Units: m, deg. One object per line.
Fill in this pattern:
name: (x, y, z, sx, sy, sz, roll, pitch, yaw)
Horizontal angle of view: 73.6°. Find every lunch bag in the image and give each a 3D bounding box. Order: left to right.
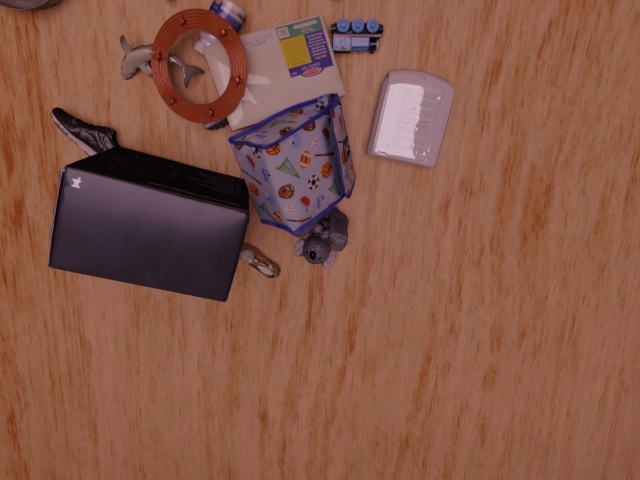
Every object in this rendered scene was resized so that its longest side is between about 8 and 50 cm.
lunch bag: (-0.043, -0.259, 1.391, 0.385, 0.239, 0.327, -38, 130, -30)

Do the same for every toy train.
toy train: (0.120, -0.683, 1.434, 0.184, 0.080, 0.105, -1, 113, -3)

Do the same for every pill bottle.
pill bottle: (-0.334, -0.690, 1.405, 0.112, 0.112, 0.186, 32, 102, -8)

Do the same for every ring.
ring: (-0.385, -0.538, 1.334, 0.337, 0.032, 0.336, 5, 109, 13)

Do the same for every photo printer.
photo printer: (0.314, -0.425, 1.485, 0.256, 0.107, 0.307, 11, 104, -4)

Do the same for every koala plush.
koala plush: (0.000, 0.000, 1.578, 0.196, 0.203, 0.221, 18, 125, 4)

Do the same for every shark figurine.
shark figurine: (-0.544, -0.620, 1.433, 0.279, 0.116, 0.166, 6, 138, 6)

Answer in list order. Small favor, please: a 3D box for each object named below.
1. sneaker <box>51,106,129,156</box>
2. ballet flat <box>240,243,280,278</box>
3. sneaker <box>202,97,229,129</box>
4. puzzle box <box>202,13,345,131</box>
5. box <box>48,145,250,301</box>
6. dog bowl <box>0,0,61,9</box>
sneaker: (-0.789, -0.370, 1.501, 0.124, 0.107, 0.283, -43, 109, 0)
ballet flat: (-0.243, 0.078, 1.630, 0.206, 0.067, 0.073, 31, 103, -8)
sneaker: (-0.307, -0.495, 1.473, 0.281, 0.105, 0.115, -44, 95, -2)
puzzle box: (-0.145, -0.549, 1.409, 0.409, 0.052, 0.271, -20, 102, -9)
box: (-0.486, -0.075, 1.347, 0.481, 0.471, 0.297, 14, 104, -14)
dog bowl: (-0.945, -0.905, 1.347, 0.349, 0.102, 0.348, 0, 105, 0)
